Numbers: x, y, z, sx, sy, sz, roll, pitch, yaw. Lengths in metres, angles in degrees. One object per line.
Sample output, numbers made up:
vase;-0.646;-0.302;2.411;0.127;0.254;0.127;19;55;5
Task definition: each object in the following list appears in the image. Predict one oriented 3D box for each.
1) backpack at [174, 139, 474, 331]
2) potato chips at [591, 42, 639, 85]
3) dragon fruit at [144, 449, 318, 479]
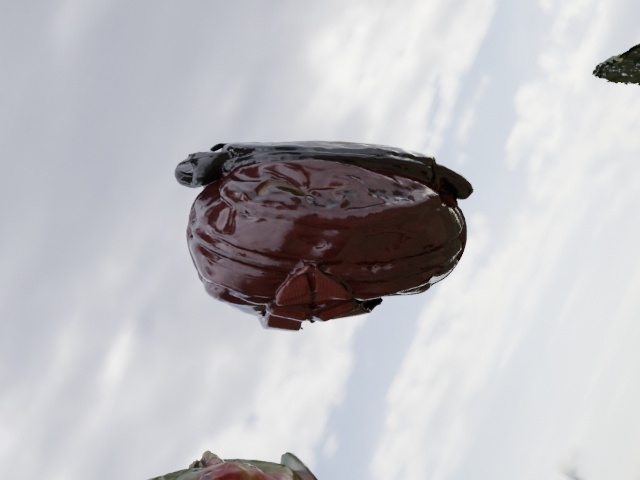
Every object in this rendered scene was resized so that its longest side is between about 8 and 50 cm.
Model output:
backpack;0.000;-0.002;1.283;0.229;0.229;0.139;-19;-68;-68
potato chips;0.281;-0.104;1.093;0.167;0.228;0.059;-45;36;31
dragon fruit;-0.041;0.243;0.874;0.231;0.303;0.237;3;-37;-32
